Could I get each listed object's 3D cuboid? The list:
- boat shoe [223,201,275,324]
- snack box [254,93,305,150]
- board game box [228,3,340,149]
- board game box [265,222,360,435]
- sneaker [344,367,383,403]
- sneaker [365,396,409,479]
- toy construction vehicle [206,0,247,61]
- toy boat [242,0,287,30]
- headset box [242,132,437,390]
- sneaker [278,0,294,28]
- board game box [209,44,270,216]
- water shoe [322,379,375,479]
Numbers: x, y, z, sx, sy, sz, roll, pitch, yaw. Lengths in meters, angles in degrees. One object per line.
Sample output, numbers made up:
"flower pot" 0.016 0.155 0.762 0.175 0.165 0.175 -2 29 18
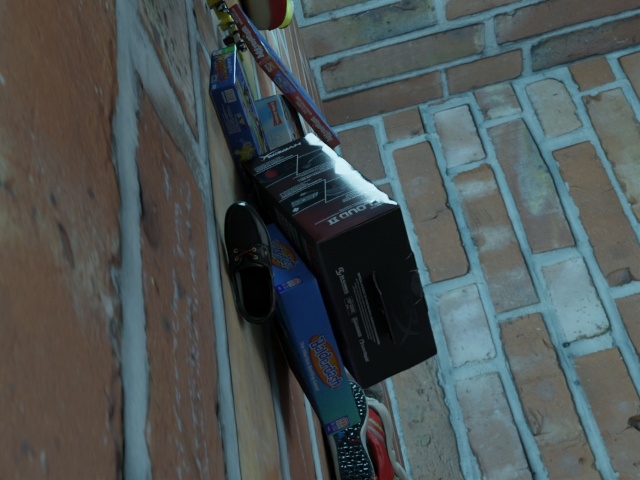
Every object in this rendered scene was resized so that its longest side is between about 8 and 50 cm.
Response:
"boat shoe" -0.073 0.023 0.980 0.042 0.048 0.133 137 -57 -86
"snack box" -0.060 -0.161 1.633 0.322 0.060 0.187 -74 147 -80
"board game box" -0.060 -0.276 1.600 0.145 0.027 0.281 58 8 35
"board game box" -0.023 0.104 1.106 0.160 0.047 0.210 -129 -161 -58
"sneaker" 0.058 0.270 1.664 0.232 0.090 0.115 84 -10 -52
"sneaker" 0.077 0.395 1.507 0.279 0.107 0.118 71 24 -15
"toy construction vehicle" -0.140 -0.310 1.362 0.098 0.035 0.086 61 4 -82
"toy boat" -0.084 -0.511 1.870 0.231 0.151 0.151 -91 165 -71
"headset box" 0.026 0.023 1.139 0.293 0.110 0.218 47 -22 56
"sneaker" -0.126 -0.585 2.130 0.094 0.081 0.209 -63 132 -72
"board game box" -0.101 -0.146 1.258 0.136 0.035 0.201 -97 171 -57
"water shoe" 0.035 0.307 1.395 0.080 0.072 0.203 102 -12 -46
